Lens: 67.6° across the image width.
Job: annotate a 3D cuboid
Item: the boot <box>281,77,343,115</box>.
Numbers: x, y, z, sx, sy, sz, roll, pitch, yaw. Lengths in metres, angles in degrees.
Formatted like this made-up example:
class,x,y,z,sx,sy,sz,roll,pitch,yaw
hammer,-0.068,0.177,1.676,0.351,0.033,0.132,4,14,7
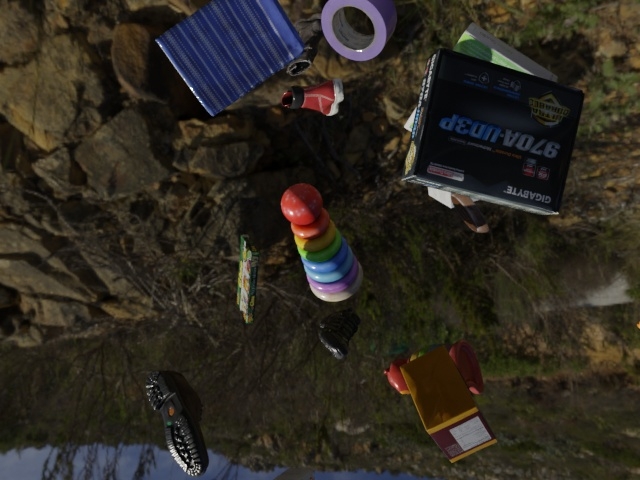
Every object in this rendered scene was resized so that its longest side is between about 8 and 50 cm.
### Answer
class,x,y,z,sx,sy,sz,roll,pitch,yaw
boot,-0.032,-0.428,1.456,0.176,0.088,0.244,-10,-177,-3

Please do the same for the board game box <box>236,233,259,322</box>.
class,x,y,z,sx,sy,sz,roll,pitch,yaw
board game box,-0.237,0.124,1.547,0.030,0.259,0.136,-3,-154,-22

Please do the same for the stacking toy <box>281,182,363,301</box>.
class,x,y,z,sx,sy,sz,roll,pitch,yaw
stacking toy,0.000,0.000,1.105,0.141,0.330,0.141,-10,-132,12

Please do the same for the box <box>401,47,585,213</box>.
class,x,y,z,sx,sy,sz,roll,pitch,yaw
box,0.235,-0.144,0.656,0.220,0.175,0.051,13,180,-10

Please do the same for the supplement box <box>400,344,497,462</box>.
class,x,y,z,sx,sy,sz,roll,pitch,yaw
supplement box,0.321,0.410,1.204,0.129,0.194,0.191,-29,-144,8

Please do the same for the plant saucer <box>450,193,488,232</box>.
class,x,y,z,sx,sy,sz,roll,pitch,yaw
plant saucer,0.440,-0.087,1.432,0.029,0.168,0.168,-34,-177,3

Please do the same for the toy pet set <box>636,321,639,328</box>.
class,x,y,z,sx,sy,sz,roll,pitch,yaw
toy pet set,0.688,0.198,0.933,0.122,0.065,0.114,2,146,7

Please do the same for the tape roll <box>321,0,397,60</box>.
class,x,y,z,sx,sy,sz,roll,pitch,yaw
tape roll,0.103,-0.588,1.283,0.189,0.189,0.080,-3,-133,43

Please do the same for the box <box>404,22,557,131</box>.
class,x,y,z,sx,sy,sz,roll,pitch,yaw
box,0.378,-0.337,1.183,0.058,0.232,0.322,-56,179,-31

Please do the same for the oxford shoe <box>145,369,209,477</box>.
class,x,y,z,sx,sy,sz,roll,pitch,yaw
oxford shoe,-0.271,0.366,0.983,0.083,0.227,0.096,-38,155,20

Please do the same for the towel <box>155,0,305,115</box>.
class,x,y,z,sx,sy,sz,roll,pitch,yaw
towel,-0.230,-0.528,1.292,0.336,0.243,0.040,-38,-157,-8

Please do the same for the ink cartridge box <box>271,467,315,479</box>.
class,x,y,z,sx,sy,sz,roll,pitch,yaw
ink cartridge box,-0.075,0.572,0.997,0.072,0.127,0.175,-18,171,29

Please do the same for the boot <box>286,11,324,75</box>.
class,x,y,z,sx,sy,sz,roll,pitch,yaw
boot,-0.071,-0.719,1.787,0.091,0.229,0.263,29,169,-28

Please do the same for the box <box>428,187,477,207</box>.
class,x,y,z,sx,sy,sz,roll,pitch,yaw
box,0.460,-0.191,1.634,0.130,0.091,0.170,-16,-157,-9

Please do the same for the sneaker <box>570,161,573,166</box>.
class,x,y,z,sx,sy,sz,roll,pitch,yaw
sneaker,0.669,-0.240,1.357,0.052,0.058,0.135,-20,163,40

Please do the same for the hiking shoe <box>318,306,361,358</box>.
class,x,y,z,sx,sy,sz,roll,pitch,yaw
hiking shoe,0.060,0.251,1.367,0.114,0.086,0.227,-39,-166,6

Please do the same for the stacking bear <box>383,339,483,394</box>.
class,x,y,z,sx,sy,sz,roll,pitch,yaw
stacking bear,0.350,0.427,1.556,0.289,0.164,0.175,-22,150,36
